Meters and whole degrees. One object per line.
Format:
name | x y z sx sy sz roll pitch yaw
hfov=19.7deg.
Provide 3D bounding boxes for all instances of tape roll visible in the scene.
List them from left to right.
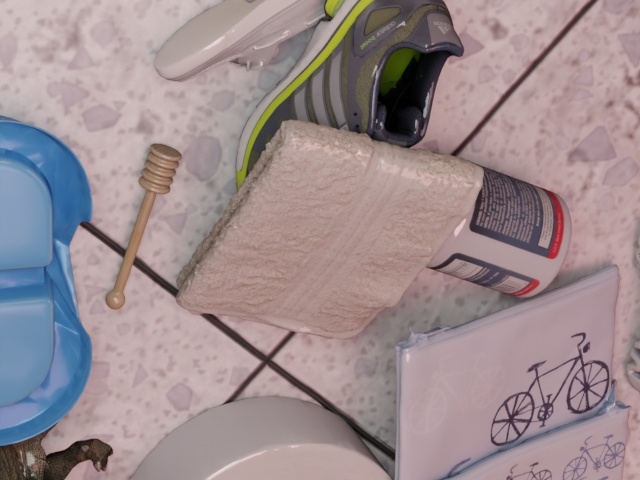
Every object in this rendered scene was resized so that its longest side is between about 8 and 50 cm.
tape roll | -0.057 0.298 1.801 0.286 0.100 0.286 -10 118 -19

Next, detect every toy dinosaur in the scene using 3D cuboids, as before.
toy dinosaur | -0.281 0.240 1.663 0.160 0.121 0.314 10 98 8

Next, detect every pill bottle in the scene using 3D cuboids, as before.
pill bottle | 0.134 -0.019 1.724 0.180 0.108 0.108 19 106 -29

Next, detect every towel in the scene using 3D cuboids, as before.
towel | 0.000 0.000 1.622 0.187 0.049 0.282 12 143 -20

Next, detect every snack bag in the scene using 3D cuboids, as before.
snack bag | 0.196 0.209 1.840 0.323 0.037 0.343 -17 118 -37

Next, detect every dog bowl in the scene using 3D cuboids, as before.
dog bowl | -0.284 0.029 1.583 0.165 0.074 0.297 -5 112 -19

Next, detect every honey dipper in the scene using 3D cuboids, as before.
honey dipper | -0.162 -0.009 1.651 0.030 0.030 0.161 11 111 -27

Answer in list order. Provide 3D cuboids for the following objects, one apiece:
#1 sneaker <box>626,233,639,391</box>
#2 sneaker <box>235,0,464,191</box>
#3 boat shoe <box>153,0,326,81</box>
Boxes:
sneaker | 0.378 0.071 1.873 0.095 0.104 0.236 -8 116 -18
sneaker | 0.022 -0.103 1.601 0.111 0.121 0.300 4 129 -35
boat shoe | -0.056 -0.181 1.598 0.184 0.066 0.063 -36 122 -15
